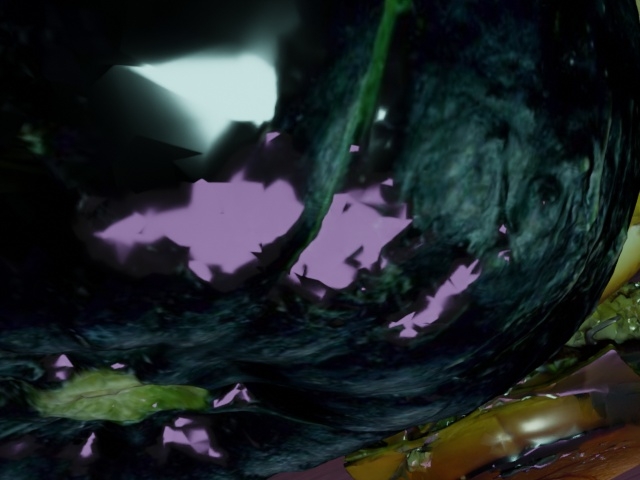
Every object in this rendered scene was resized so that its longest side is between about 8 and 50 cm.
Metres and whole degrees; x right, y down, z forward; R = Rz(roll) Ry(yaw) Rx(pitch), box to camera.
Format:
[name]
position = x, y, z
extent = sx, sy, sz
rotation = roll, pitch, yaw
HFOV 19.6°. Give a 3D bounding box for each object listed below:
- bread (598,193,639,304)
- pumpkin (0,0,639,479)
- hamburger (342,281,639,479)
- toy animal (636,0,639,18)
[bread]
position = 0.000, 0.000, 0.857
extent = 0.333, 0.160, 0.333
rotation = -13, 159, -5
[pumpkin]
position = -0.055, -0.054, 0.576
extent = 0.315, 0.238, 0.315
rotation = 2, 152, 1
[hamburger]
position = 0.131, 0.104, 1.265
extent = 0.243, 0.139, 0.261
rotation = -24, 159, 17
[toy animal]
position = 0.186, -0.133, 0.764
extent = 0.218, 0.103, 0.101
rotation = 5, 118, -34
